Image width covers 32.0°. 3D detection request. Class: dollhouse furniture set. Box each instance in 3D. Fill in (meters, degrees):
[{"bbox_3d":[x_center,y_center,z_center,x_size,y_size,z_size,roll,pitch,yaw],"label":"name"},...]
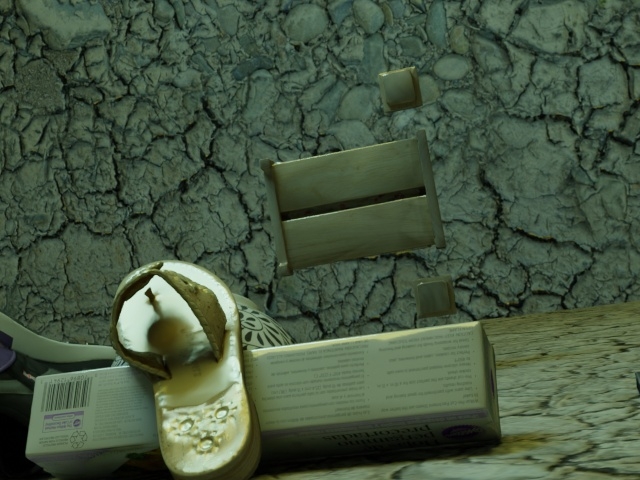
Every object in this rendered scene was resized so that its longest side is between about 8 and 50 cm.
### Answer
[{"bbox_3d":[0.000,0.000,1.355,0.303,0.355,0.174,-9,-4,8],"label":"dollhouse furniture set"}]

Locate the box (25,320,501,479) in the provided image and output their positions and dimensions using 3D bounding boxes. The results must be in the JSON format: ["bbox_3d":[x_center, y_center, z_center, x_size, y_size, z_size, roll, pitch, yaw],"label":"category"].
[{"bbox_3d":[-0.042,0.114,0.762,0.324,0.067,0.063,-9,-31,14],"label":"box"}]

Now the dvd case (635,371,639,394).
[{"bbox_3d":[0.342,0.095,0.800,0.221,0.018,0.164,-8,-3,13],"label":"dvd case"}]

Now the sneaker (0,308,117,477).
[{"bbox_3d":[-0.227,0.149,0.915,0.107,0.124,0.283,-39,-40,22],"label":"sneaker"}]

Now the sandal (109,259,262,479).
[{"bbox_3d":[-0.098,0.055,0.729,0.088,0.079,0.240,-24,38,-4],"label":"sandal"}]

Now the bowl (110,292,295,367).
[{"bbox_3d":[-0.085,0.090,0.865,0.170,0.080,0.170,0,-32,0],"label":"bowl"}]
